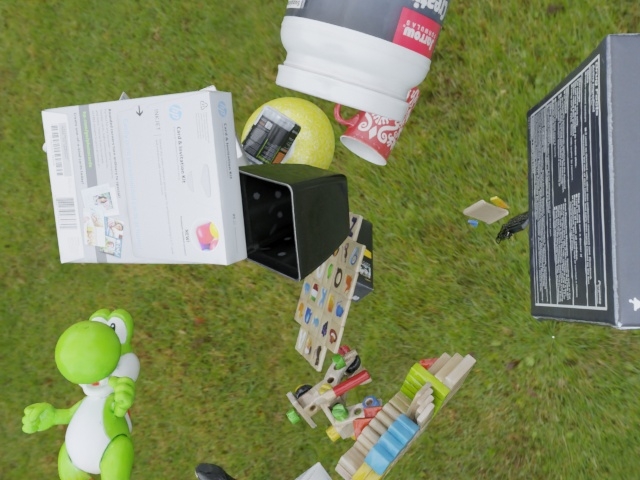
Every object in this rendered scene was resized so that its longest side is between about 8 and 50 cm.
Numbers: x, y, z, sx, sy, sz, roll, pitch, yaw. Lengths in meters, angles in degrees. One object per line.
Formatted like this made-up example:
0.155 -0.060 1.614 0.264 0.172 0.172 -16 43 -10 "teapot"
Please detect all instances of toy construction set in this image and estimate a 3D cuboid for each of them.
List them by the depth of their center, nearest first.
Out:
0.027 0.405 1.716 0.237 0.309 0.258 -29 63 -2 "toy construction set"

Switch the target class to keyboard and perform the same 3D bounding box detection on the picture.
0.486 -0.045 1.754 0.038 0.192 0.100 38 83 2 "keyboard"

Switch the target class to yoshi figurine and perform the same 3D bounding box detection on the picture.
-0.405 0.293 1.210 0.203 0.203 0.363 7 74 -25 "yoshi figurine"

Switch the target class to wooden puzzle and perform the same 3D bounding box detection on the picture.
0.353 -0.062 1.477 0.116 0.078 0.014 -27 45 50 "wooden puzzle"

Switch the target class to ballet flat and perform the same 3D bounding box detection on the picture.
-0.225 0.575 1.623 0.173 0.049 0.057 21 45 24 "ballet flat"

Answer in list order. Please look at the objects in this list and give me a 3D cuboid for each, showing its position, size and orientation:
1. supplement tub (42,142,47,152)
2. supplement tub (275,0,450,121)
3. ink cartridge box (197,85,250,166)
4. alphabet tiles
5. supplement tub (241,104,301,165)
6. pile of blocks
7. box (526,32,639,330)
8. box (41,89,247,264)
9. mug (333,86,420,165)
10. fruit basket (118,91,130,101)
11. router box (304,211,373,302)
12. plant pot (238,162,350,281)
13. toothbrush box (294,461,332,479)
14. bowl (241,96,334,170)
-0.469 -0.166 1.332 0.107 0.071 0.071 41 98 -15 "supplement tub"
0.062 -0.299 0.841 0.191 0.191 0.273 21 102 20 "supplement tub"
-0.235 -0.195 1.620 0.117 0.278 0.202 -23 69 -2 "ink cartridge box"
0.015 0.101 1.536 0.011 0.285 0.343 14 93 -21 "alphabet tiles"
-0.145 -0.250 1.829 0.117 0.117 0.190 36 98 20 "supplement tub"
0.141 0.334 1.327 0.112 0.149 0.362 38 73 22 "pile of blocks"
0.369 -0.048 0.809 0.182 0.294 0.297 0 86 2 "box"
-0.160 -0.052 0.618 0.186 0.038 0.145 -1 99 26 "box"
0.122 -0.266 1.448 0.113 0.150 0.169 26 82 41 "mug"
-0.603 -0.219 1.985 0.165 0.327 0.353 19 83 6 "fruit basket"
0.000 0.000 1.860 0.081 0.308 0.243 -42 31 39 "router box"
-0.047 -0.056 1.330 0.188 0.166 0.188 19 123 43 "plant pot"
-0.060 0.478 0.922 0.295 0.126 0.216 -43 81 20 "toothbrush box"
-0.118 -0.283 2.016 0.289 0.156 0.290 1 92 19 "bowl"
